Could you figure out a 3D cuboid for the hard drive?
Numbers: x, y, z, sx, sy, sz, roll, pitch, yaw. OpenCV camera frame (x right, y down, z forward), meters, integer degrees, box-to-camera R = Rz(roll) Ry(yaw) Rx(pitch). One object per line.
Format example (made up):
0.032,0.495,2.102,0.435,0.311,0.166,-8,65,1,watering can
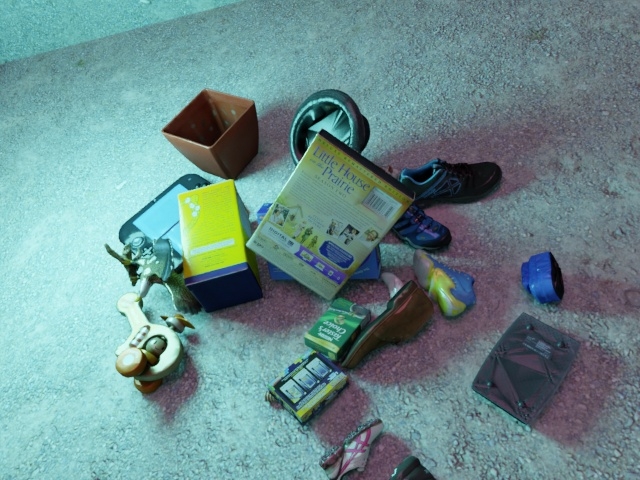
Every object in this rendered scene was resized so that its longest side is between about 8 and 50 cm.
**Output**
0.510,0.318,1.263,0.172,0.054,0.255,30,66,33,hard drive

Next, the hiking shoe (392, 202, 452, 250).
0.268,-0.071,1.581,0.304,0.132,0.113,30,66,32,hiking shoe

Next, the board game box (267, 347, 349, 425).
-0.032,0.384,1.350,0.170,0.048,0.141,-34,49,-27,board game box

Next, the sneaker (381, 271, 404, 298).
0.222,0.149,1.477,0.061,0.054,0.152,-38,53,-11,sneaker

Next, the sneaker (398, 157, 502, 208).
0.416,-0.196,1.630,0.340,0.140,0.125,-15,49,3,sneaker

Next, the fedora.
0.050,-0.341,1.696,0.152,0.334,0.334,-10,37,-44,fedora

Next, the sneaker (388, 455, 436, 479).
0.156,0.606,1.117,0.267,0.101,0.106,-43,56,-17,sneaker

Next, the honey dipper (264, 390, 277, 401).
-0.071,0.421,1.372,0.160,0.030,0.031,-3,53,9,honey dipper

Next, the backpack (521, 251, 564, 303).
0.602,0.111,1.373,0.101,0.098,0.120,-24,44,36,backpack

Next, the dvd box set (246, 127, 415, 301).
0.016,-0.056,1.417,0.307,0.420,0.062,33,31,-4,dvd box set

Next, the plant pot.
-0.389,-0.385,1.945,0.267,0.236,0.267,21,61,29,plant pot

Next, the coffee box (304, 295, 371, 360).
0.051,0.246,1.432,0.113,0.040,0.184,23,47,29,coffee box

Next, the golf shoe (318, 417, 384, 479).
0.089,0.513,1.238,0.186,0.067,0.086,-37,79,-13,golf shoe

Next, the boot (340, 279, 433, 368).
0.184,0.254,1.381,0.305,0.112,0.115,-44,89,-5,boot

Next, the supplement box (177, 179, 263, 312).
-0.323,0.015,1.622,0.195,0.194,0.357,-15,55,0,supplement box

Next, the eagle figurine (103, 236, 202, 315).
-0.499,0.104,1.587,0.298,0.226,0.225,4,85,27,eagle figurine

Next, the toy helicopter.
-0.524,0.269,1.551,0.235,0.140,0.355,-34,50,-14,toy helicopter

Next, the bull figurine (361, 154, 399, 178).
0.112,-0.223,1.766,0.310,0.101,0.188,-21,47,-3,bull figurine

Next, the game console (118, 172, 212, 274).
-0.514,-0.064,1.850,0.342,0.060,0.386,33,68,34,game console

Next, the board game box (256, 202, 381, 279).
0.000,0.000,1.534,0.346,0.234,0.078,-1,28,15,board game box

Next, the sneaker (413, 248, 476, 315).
0.361,0.113,1.459,0.126,0.091,0.240,-10,49,-15,sneaker
